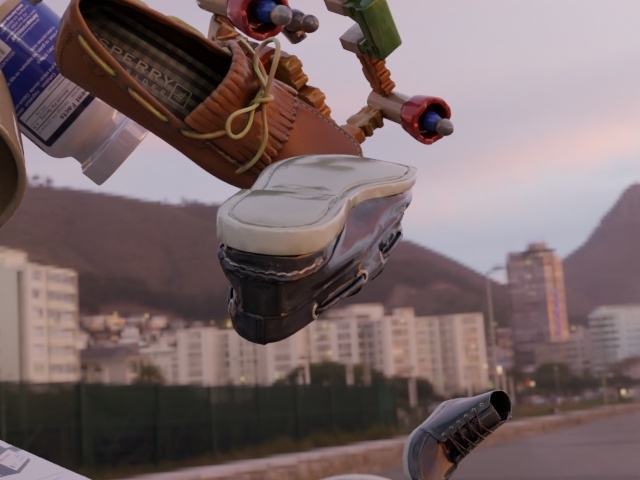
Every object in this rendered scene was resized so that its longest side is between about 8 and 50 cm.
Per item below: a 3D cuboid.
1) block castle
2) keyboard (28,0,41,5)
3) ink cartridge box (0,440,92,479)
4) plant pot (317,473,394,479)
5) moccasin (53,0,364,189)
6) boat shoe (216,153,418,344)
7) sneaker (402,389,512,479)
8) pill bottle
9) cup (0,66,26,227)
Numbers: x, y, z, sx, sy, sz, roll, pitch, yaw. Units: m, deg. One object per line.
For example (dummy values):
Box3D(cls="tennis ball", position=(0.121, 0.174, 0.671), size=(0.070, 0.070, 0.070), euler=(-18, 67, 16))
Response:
Box3D(cls="block castle", position=(0.025, -0.282, 1.779), size=(0.303, 0.453, 0.213), euler=(-41, 41, -18))
Box3D(cls="keyboard", position=(-0.271, -0.279, 1.070), size=(0.072, 0.014, 0.256), euler=(43, -20, -21))
Box3D(cls="ink cartridge box", position=(-0.449, 0.403, 1.489), size=(0.307, 0.223, 0.129), euler=(15, 11, 28))
Box3D(cls="plant pot", position=(0.045, 0.409, 1.352), size=(0.284, 0.284, 0.191), euler=(-4, 3, 2))
Box3D(cls="moccasin", position=(-0.116, -0.168, 1.253), size=(0.380, 0.139, 0.147), euler=(34, -21, -9))
Box3D(cls="boat shoe", position=(0.004, 0.001, 0.931), size=(0.127, 0.113, 0.340), euler=(6, 15, 11))
Box3D(cls="sneaker", position=(0.213, 0.304, 1.716), size=(0.118, 0.083, 0.222), euler=(-29, 12, 38))
Box3D(cls="pill bottle", position=(-0.356, -0.205, 1.471), size=(0.265, 0.153, 0.153), euler=(43, -26, -15))
Box3D(cls="cup", position=(-0.450, -0.158, 1.052), size=(0.331, 0.237, 0.331), euler=(-6, -29, -3))
